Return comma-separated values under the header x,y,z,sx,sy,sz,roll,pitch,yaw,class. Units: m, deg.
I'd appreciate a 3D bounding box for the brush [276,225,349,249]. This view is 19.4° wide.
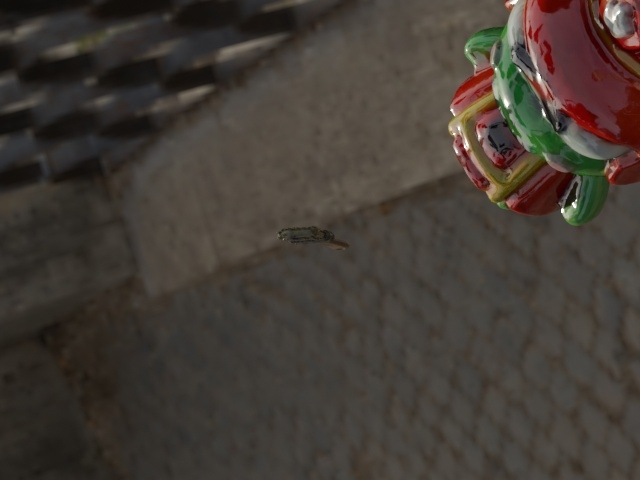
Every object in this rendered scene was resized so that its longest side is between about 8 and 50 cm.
x,y,z,sx,sy,sz,roll,pitch,yaw,class
0.000,0.000,1.895,0.170,0.043,0.014,17,-109,-73,brush

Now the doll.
x,y,z,sx,sy,sz,roll,pitch,yaw,class
0.220,-0.137,1.432,0.182,0.160,0.363,65,159,11,doll
